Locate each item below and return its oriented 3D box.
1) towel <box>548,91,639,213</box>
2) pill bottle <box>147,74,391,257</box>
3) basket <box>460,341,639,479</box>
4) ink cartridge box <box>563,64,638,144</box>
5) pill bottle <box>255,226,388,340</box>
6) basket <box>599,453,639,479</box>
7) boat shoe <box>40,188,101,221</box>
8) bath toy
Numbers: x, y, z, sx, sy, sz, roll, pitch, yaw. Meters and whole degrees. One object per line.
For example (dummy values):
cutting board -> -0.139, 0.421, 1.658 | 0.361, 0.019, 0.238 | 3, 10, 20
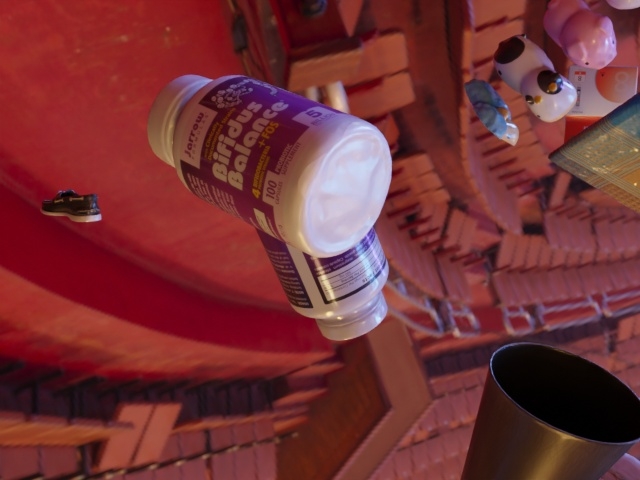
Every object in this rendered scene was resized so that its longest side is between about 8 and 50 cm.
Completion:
towel -> 0.645, -0.162, 1.745 | 0.040, 0.271, 0.370 | -62, -173, -19
pill bottle -> -0.075, -0.107, 1.106 | 0.169, 0.301, 0.169 | -29, 131, -39
basket -> 0.273, 0.270, 1.150 | 0.154, 0.204, 0.227 | -64, 174, -55
ink cartridge box -> 0.605, -0.288, 1.945 | 0.145, 0.179, 0.045 | 4, -179, 15
pill bottle -> 0.000, 0.000, 1.484 | 0.181, 0.323, 0.181 | -19, -155, 9
basket -> 0.476, 0.527, 1.328 | 0.266, 0.331, 0.328 | -44, 129, -14
boat shoe -> -0.333, -0.049, 1.191 | 0.046, 0.038, 0.125 | -8, -168, -41
bath toy -> 0.374, -0.301, 1.344 | 0.348, 0.151, 0.129 | -46, 172, 17
